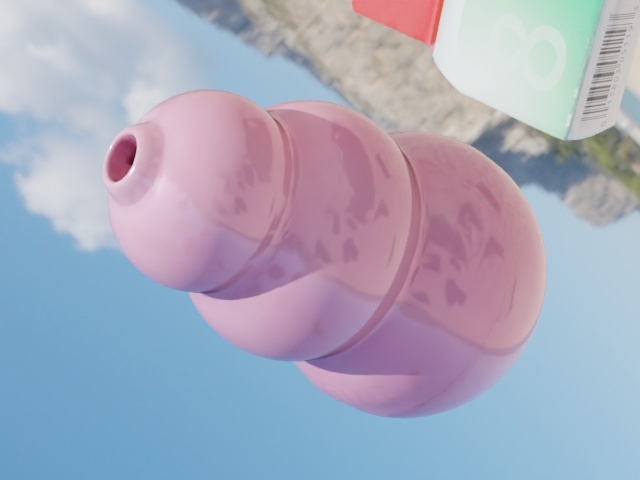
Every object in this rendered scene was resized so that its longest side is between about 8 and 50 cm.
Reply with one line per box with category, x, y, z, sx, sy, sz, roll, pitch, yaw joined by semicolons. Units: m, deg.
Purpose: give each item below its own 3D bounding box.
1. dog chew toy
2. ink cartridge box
dog chew toy;0.000;0.000;0.931;0.332;0.206;0.206;22;-155;-38
ink cartridge box;0.093;-0.182;0.798;0.056;0.181;0.224;-15;-146;-43
